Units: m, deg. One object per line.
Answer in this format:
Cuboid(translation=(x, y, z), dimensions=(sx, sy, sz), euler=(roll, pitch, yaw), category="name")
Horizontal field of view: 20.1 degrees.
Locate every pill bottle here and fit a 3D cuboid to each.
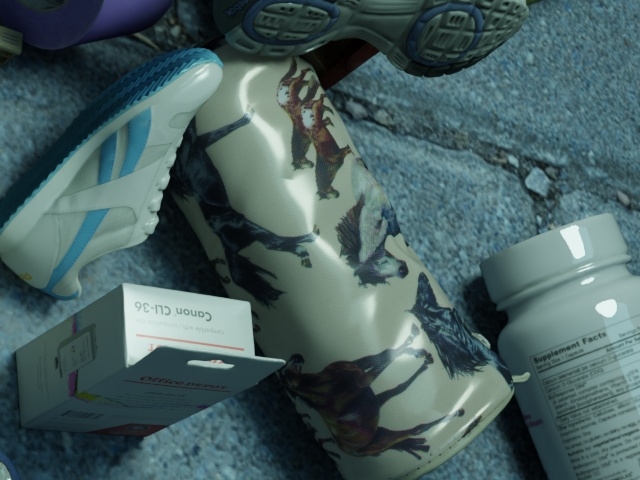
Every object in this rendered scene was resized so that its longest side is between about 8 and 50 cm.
Cuboid(translation=(0.258, 0.129, 1.660), dimensions=(0.160, 0.160, 0.283), euler=(-13, 79, -43), category="pill bottle")

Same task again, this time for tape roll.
Cuboid(translation=(-0.197, -0.250, 1.435), dimensions=(0.080, 0.189, 0.189), euler=(-19, 83, -44), category="tape roll")

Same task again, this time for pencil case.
Cuboid(translation=(0.000, 0.000, 1.503), dimensions=(0.183, 0.160, 0.410), euler=(-33, 93, -43), category="pencil case")

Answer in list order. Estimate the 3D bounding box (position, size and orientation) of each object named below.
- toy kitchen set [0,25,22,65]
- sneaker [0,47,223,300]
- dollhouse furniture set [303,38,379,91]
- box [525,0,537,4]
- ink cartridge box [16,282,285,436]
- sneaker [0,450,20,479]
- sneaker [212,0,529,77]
Cuboid(translation=(-0.267, -0.138, 1.408), dimensions=(0.075, 0.068, 0.083), euler=(17, 60, -33), category="toy kitchen set")
Cuboid(translation=(-0.153, -0.055, 1.398), dimensions=(0.229, 0.087, 0.092), euler=(-45, 111, 3), category="sneaker")
Cuboid(translation=(0.026, -0.289, 1.698), dimensions=(0.201, 0.152, 0.374), euler=(53, 30, -7), category="dollhouse furniture set")
Cuboid(translation=(0.253, -0.295, 1.903), dimensions=(0.232, 0.087, 0.058), euler=(-24, 86, -43), category="box")
Cuboid(translation=(-0.126, 0.086, 1.332), dimensions=(0.115, 0.198, 0.067), euler=(10, 65, -37), category="ink cartridge box")
Cuboid(translation=(-0.261, 0.250, 1.193), dimensions=(0.112, 0.131, 0.296), euler=(39, 49, -17), category="sneaker")
Cuboid(translation=(0.042, -0.215, 1.457), dimensions=(0.297, 0.111, 0.129), euler=(7, 51, -34), category="sneaker")
